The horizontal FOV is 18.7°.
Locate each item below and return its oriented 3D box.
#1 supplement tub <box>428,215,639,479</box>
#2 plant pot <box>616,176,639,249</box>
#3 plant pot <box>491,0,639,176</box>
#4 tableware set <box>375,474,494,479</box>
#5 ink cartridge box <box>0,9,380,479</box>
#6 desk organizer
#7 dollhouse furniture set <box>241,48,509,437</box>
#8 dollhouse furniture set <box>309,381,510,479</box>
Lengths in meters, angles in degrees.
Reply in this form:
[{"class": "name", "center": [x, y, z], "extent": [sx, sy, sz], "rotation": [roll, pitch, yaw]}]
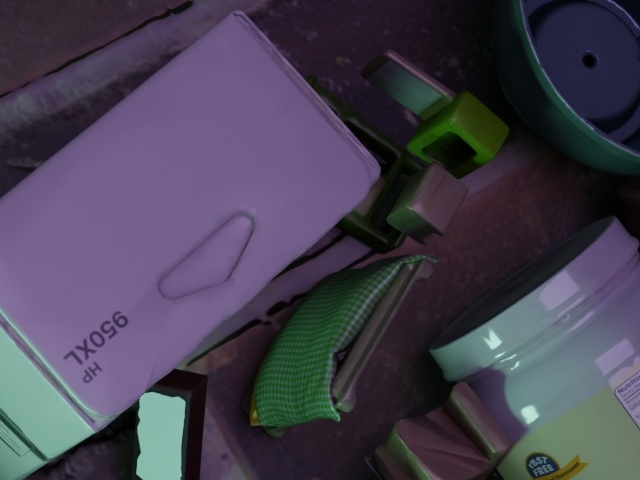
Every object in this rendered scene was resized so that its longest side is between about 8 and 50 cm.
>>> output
[{"class": "supplement tub", "center": [0.266, 0.166, 1.671], "extent": [0.235, 0.235, 0.325], "rotation": [-37, 92, -23]}, {"class": "plant pot", "center": [0.416, 0.036, 1.775], "extent": [0.263, 0.263, 0.229], "rotation": [-15, 101, -22]}, {"class": "plant pot", "center": [0.277, -0.184, 1.783], "extent": [0.293, 0.196, 0.293], "rotation": [4, 76, -17]}, {"class": "tableware set", "center": [0.093, 0.236, 1.715], "extent": [0.104, 0.024, 0.154], "rotation": [39, 69, -3]}, {"class": "ink cartridge box", "center": [-0.160, 0.022, 1.476], "extent": [0.285, 0.395, 0.166], "rotation": [-43, 94, -23]}, {"class": "desk organizer", "center": [-0.126, 0.175, 1.619], "extent": [0.047, 0.050, 0.130], "rotation": [10, 109, 13]}, {"class": "dollhouse furniture set", "center": [0.000, 0.000, 1.643], "extent": [0.151, 0.197, 0.301], "rotation": [35, 68, -10]}, {"class": "dollhouse furniture set", "center": [0.060, 0.392, 1.578], "extent": [0.362, 0.256, 0.394], "rotation": [-31, 74, -24]}]
